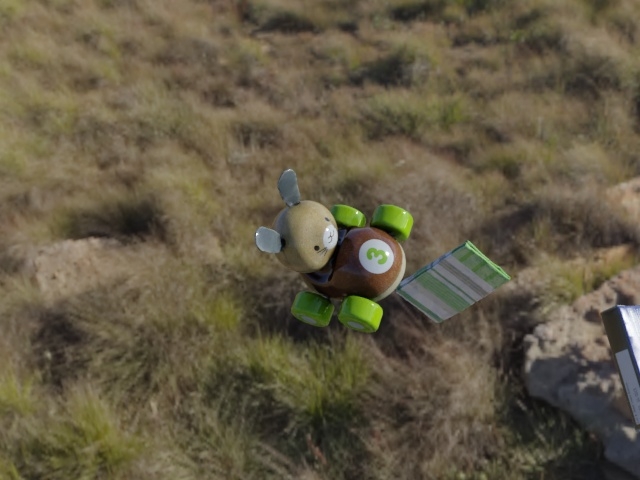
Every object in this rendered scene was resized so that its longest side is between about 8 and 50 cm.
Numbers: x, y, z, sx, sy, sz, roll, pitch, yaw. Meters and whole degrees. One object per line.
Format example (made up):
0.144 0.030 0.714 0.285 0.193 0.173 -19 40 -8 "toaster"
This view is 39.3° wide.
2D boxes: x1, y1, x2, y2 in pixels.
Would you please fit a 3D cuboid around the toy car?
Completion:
0.000 0.000 1.074 0.149 0.188 0.155 2 63 41 "toy car"

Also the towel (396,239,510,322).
0.211 0.067 1.436 0.152 0.113 0.023 -36 32 30 "towel"

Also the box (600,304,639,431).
0.430 0.138 1.020 0.225 0.036 0.136 0 67 -26 "box"
